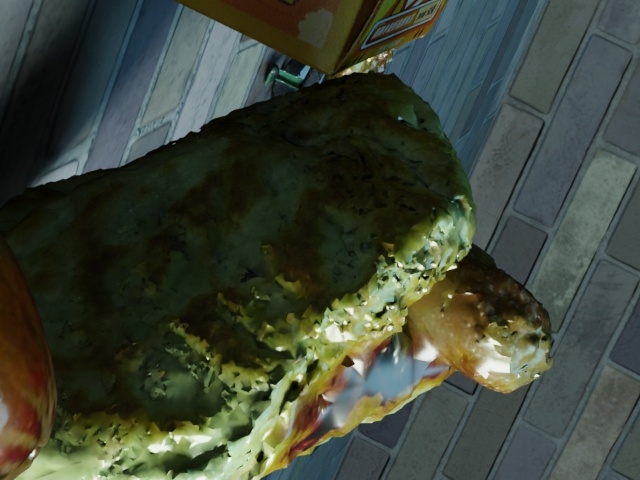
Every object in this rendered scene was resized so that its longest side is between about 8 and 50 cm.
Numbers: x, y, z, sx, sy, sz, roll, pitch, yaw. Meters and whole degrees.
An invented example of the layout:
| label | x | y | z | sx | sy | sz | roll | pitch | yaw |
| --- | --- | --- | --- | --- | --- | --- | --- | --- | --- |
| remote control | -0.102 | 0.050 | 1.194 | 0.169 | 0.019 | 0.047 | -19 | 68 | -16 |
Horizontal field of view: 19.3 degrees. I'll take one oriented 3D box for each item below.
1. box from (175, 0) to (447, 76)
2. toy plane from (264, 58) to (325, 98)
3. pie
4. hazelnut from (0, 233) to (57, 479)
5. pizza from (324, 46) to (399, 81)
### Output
| label | x | y | z | sx | sy | sz | roll | pitch | yaw |
| --- | --- | --- | --- | --- | --- | --- | --- | --- | --- |
| box | 0.018 | -0.300 | 1.513 | 0.260 | 0.213 | 0.283 | -68 | 167 | 19 |
| toy plane | 0.034 | -0.251 | 2.012 | 0.155 | 0.106 | 0.382 | 123 | -9 | -81 |
| pie | -0.088 | 0.029 | 1.350 | 0.418 | 0.395 | 0.180 | -18 | 123 | -10 |
| hazelnut | -0.261 | 0.077 | 1.114 | 0.251 | 0.217 | 0.217 | -44 | -175 | 44 |
| pizza | 0.080 | -0.267 | 2.272 | 0.246 | 0.058 | 0.127 | -52 | 166 | -34 |
